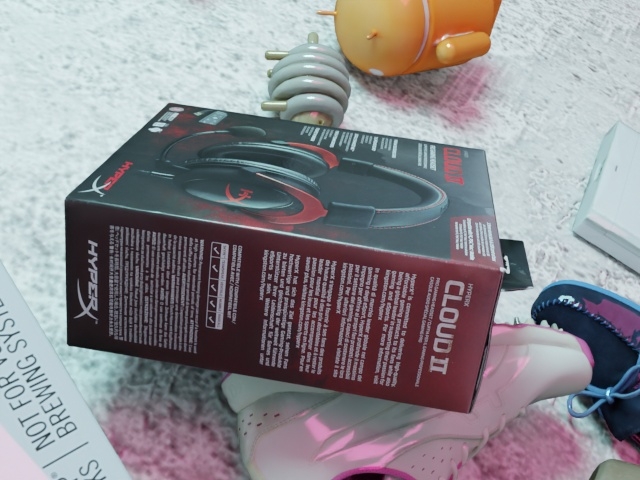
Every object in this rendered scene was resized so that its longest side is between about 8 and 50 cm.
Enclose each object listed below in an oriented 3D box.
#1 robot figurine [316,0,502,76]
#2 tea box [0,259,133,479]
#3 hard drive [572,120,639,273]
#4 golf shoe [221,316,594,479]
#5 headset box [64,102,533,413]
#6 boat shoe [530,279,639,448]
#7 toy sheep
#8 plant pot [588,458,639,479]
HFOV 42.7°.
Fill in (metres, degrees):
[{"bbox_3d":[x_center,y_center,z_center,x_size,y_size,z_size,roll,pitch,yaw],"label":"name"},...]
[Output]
[{"bbox_3d":[0.105,-0.253,0.922,0.219,0.128,0.158,-18,85,-36],"label":"robot figurine"},{"bbox_3d":[-0.288,0.123,0.345,0.324,0.220,0.329,-26,77,-37],"label":"tea box"},{"bbox_3d":[0.448,0.004,0.941,0.308,0.040,0.203,32,48,2],"label":"hard drive"},{"bbox_3d":[0.080,0.138,0.626,0.306,0.115,0.140,-4,64,-18],"label":"golf shoe"},{"bbox_3d":[0.000,0.000,0.584,0.293,0.110,0.218,9,26,4],"label":"headset box"},{"bbox_3d":[0.292,0.138,0.719,0.258,0.109,0.089,38,51,9],"label":"boat shoe"},{"bbox_3d":[-0.013,-0.153,0.815,0.091,0.091,0.132,9,70,-19],"label":"toy sheep"},{"bbox_3d":[0.259,0.267,0.533,0.229,0.263,0.263,26,45,20],"label":"plant pot"}]
